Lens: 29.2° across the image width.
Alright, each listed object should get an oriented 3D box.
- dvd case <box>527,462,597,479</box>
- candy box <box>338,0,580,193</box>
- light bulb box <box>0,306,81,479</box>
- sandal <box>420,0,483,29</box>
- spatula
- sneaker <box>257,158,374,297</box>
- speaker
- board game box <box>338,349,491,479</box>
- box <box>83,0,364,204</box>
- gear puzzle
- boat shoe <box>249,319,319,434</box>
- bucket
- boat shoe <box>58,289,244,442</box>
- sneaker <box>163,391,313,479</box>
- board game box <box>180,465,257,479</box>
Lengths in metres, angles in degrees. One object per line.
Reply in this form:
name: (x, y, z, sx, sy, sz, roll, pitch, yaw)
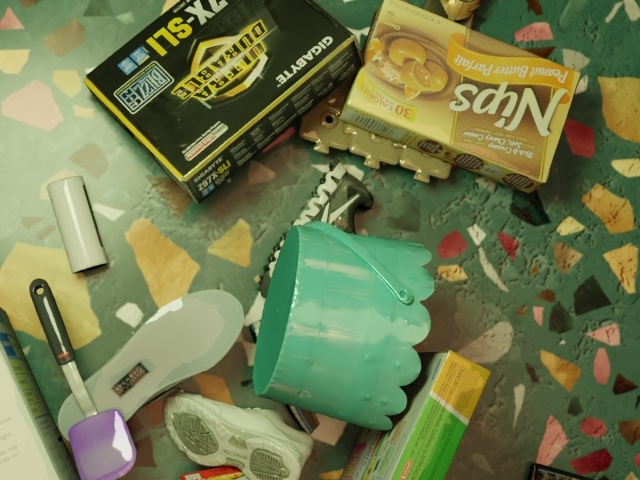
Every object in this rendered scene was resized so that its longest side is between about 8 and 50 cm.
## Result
dvd case: (0.373, 0.478, 1.837, 0.180, 0.022, 0.253, 17, 77, -6)
candy box: (0.206, -0.214, 1.820, 0.316, 0.087, 0.183, 21, 78, -6)
light bulb box: (-0.453, 0.283, 1.587, 0.225, 0.358, 0.361, -25, 87, -11)
sandal: (0.223, -0.377, 1.889, 0.090, 0.060, 0.219, 36, 86, -2)
spatula: (-0.335, 0.188, 1.679, 0.084, 0.030, 0.296, -22, 86, -3)
sneaker: (0.000, 0.000, 1.816, 0.106, 0.078, 0.234, 34, 79, -1)
speaker: (-0.353, -0.021, 1.782, 0.055, 0.055, 0.136, -17, 87, -9)
board game box: (0.117, 0.272, 1.685, 0.064, 0.316, 0.242, 26, 82, -5)
box: (-0.140, -0.243, 1.764, 0.322, 0.079, 0.257, -40, 59, -9)
gear puzzle: (0.048, -0.200, 1.859, 0.338, 0.044, 0.176, 16, 76, -7)
boat shoe: (-0.037, 0.192, 1.798, 0.066, 0.066, 0.183, -25, 88, -11)
bucket: (0.025, 0.112, 1.671, 0.183, 0.281, 0.281, 14, 83, -11)
boat shoe: (-0.239, 0.180, 1.754, 0.306, 0.105, 0.113, -44, 94, -4)
sneaker: (-0.116, 0.278, 1.776, 0.232, 0.115, 0.090, 24, 115, 16)
board game box: (-0.095, 0.384, 1.696, 0.146, 0.193, 0.045, -6, 118, -24)
